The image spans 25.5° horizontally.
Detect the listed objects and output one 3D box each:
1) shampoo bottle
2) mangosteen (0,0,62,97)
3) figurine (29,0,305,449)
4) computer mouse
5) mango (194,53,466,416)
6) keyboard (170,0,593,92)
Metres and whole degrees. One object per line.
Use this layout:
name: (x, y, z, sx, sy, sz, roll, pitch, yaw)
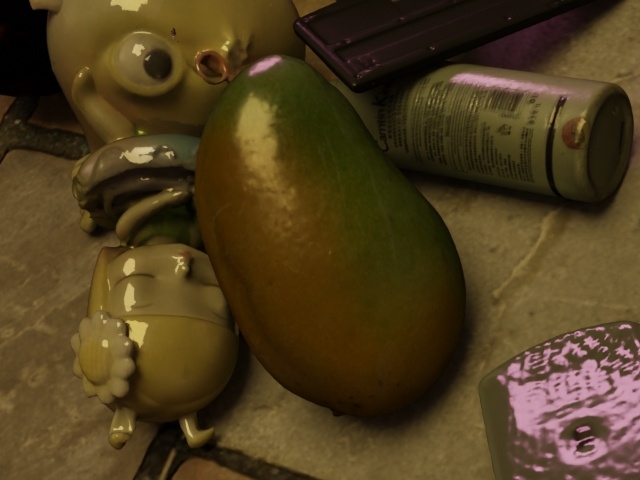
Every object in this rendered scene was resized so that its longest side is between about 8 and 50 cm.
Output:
shampoo bottle: (0.094, -0.090, 1.041, 0.262, 0.085, 0.085, 13, 66, 34)
mangosteen: (-0.222, -0.239, 1.210, 0.289, 0.231, 0.231, 2, 61, 32)
figurine: (-0.129, -0.031, 1.084, 0.274, 0.226, 0.394, -31, 56, 54)
computer mouse: (0.171, 0.146, 0.856, 0.127, 0.079, 0.231, -18, 37, 13)
mango: (0.000, 0.000, 0.951, 0.156, 0.251, 0.114, -30, 8, 7)
keyboard: (0.071, -0.165, 1.036, 0.381, 0.041, 0.103, -18, 47, -26)
